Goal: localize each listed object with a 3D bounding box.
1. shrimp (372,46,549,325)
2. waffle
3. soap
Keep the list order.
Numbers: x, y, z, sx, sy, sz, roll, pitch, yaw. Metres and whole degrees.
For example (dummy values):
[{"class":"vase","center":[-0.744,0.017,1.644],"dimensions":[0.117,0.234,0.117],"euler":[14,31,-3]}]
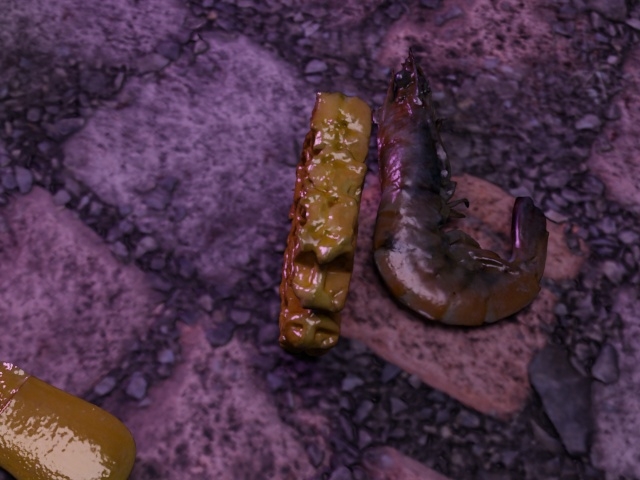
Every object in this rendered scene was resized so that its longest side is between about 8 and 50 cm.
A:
[{"class":"shrimp","center":[0.130,-0.052,1.434],"dimensions":[0.169,0.058,0.296],"euler":[8,59,-13]},{"class":"waffle","center":[0.000,0.000,1.308],"dimensions":[0.055,0.160,0.210],"euler":[10,55,-4]},{"class":"soap","center":[-0.230,0.157,1.240],"dimensions":[0.169,0.033,0.089],"euler":[25,58,9]}]
